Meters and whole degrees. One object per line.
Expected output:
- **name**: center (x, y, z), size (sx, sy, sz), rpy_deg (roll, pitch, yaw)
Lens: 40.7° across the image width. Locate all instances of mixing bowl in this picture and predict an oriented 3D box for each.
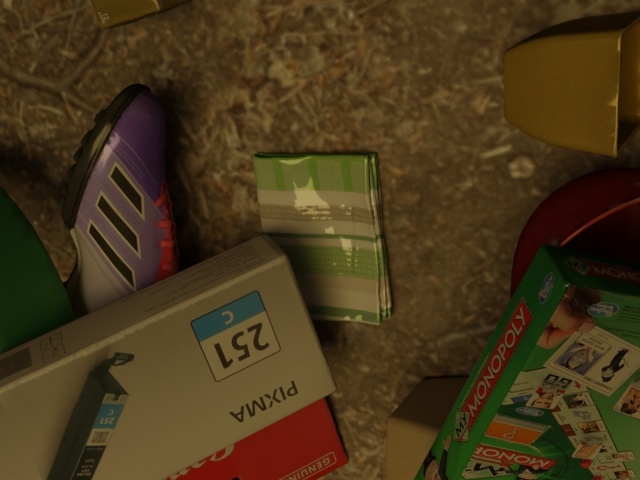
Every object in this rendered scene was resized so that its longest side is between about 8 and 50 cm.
- **mixing bowl**: center (0.206, 0.019, 0.603), size (0.181, 0.098, 0.182), rpy_deg (-5, 124, -8)

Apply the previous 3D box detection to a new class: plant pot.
- **plant pot**: center (0.172, -0.109, 0.590), size (0.083, 0.081, 0.082), rpy_deg (7, 116, 31)
- **plant pot**: center (0.113, 0.176, 0.727), size (0.096, 0.109, 0.109), rpy_deg (14, 118, 28)

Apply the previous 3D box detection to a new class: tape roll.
- **tape roll**: center (-0.346, 0.079, 0.807), size (0.321, 0.077, 0.321), rpy_deg (18, 120, 35)

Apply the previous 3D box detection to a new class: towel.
- **towel**: center (0.000, 0.000, 0.732), size (0.113, 0.023, 0.152), rpy_deg (1, 113, 19)

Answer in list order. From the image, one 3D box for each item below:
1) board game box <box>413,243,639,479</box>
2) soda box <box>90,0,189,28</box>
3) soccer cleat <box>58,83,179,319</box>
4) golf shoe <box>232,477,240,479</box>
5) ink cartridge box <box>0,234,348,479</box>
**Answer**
- **board game box**: center (0.249, 0.126, 0.597), size (0.317, 0.046, 0.214), rpy_deg (11, 121, -18)
- **soda box**: center (-0.162, -0.259, 0.654), size (0.058, 0.061, 0.181), rpy_deg (-11, 109, 24)
- **soccer cleat**: center (-0.161, 0.015, 0.755), size (0.116, 0.109, 0.318), rpy_deg (24, 123, 7)
- **golf shoe**: center (-0.117, 0.265, 0.873), size (0.086, 0.069, 0.176), rpy_deg (-6, 112, 16)
- **ink cartridge box**: center (-0.127, 0.171, 0.718), size (0.296, 0.066, 0.261), rpy_deg (-25, 116, -12)
